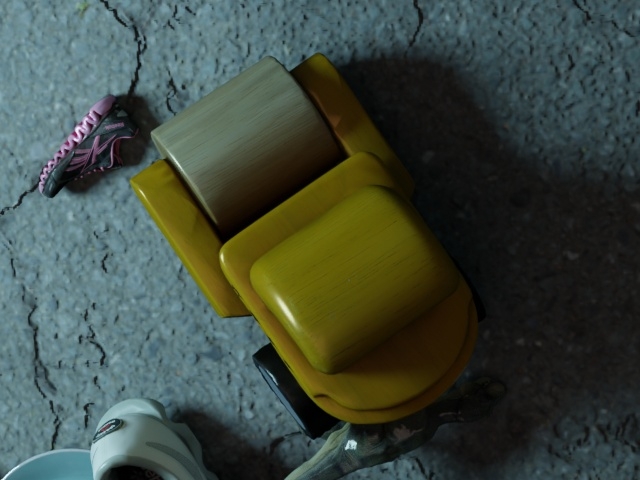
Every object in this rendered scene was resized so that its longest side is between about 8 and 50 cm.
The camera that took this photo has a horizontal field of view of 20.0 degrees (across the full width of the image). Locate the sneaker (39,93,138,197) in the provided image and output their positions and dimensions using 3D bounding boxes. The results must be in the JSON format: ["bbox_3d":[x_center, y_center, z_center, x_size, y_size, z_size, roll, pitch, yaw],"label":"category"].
[{"bbox_3d":[-0.215,-0.078,1.694,0.057,0.047,0.119,39,109,-8],"label":"sneaker"}]

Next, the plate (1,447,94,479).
[{"bbox_3d":[-0.236,0.290,1.765,0.188,0.024,0.188,0,101,2],"label":"plate"}]

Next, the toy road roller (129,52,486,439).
[{"bbox_3d":[0.000,0.000,1.528,0.202,0.240,0.329,-34,88,-7],"label":"toy road roller"}]

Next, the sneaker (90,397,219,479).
[{"bbox_3d":[-0.105,0.306,1.678,0.122,0.146,0.330,-40,98,11],"label":"sneaker"}]

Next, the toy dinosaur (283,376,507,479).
[{"bbox_3d":[0.032,0.167,1.651,0.268,0.064,0.118,-31,59,2],"label":"toy dinosaur"}]
